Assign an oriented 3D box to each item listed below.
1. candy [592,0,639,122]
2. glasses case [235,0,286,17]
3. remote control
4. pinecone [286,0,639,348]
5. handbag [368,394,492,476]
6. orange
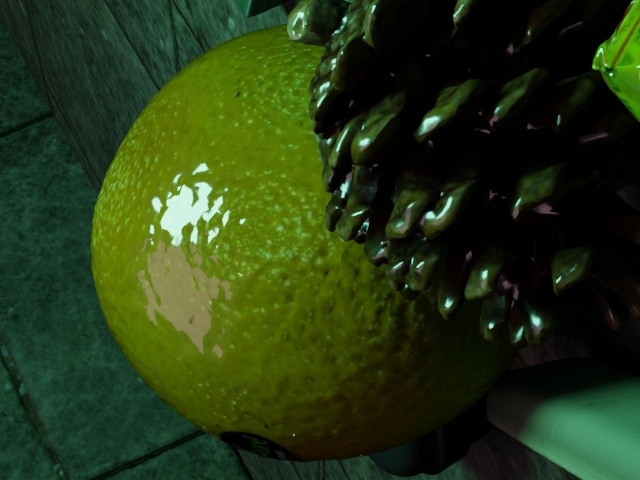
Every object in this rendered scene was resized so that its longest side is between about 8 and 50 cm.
[{"bbox_3d":[0.204,-0.045,0.584,0.262,0.073,0.077,32,163,53],"label":"candy"},{"bbox_3d":[-0.078,-0.269,1.243,0.184,0.039,0.078,63,165,12],"label":"glasses case"},{"bbox_3d":[0.180,0.110,0.840,0.309,0.090,0.038,-157,58,-69],"label":"remote control"},{"bbox_3d":[0.084,-0.045,0.754,0.169,0.185,0.212,-23,109,38],"label":"pinecone"},{"bbox_3d":[0.034,0.032,1.224,0.308,0.093,0.254,66,167,-3],"label":"handbag"},{"bbox_3d":[0.000,0.000,0.959,0.274,0.274,0.274,58,164,28],"label":"orange"}]
